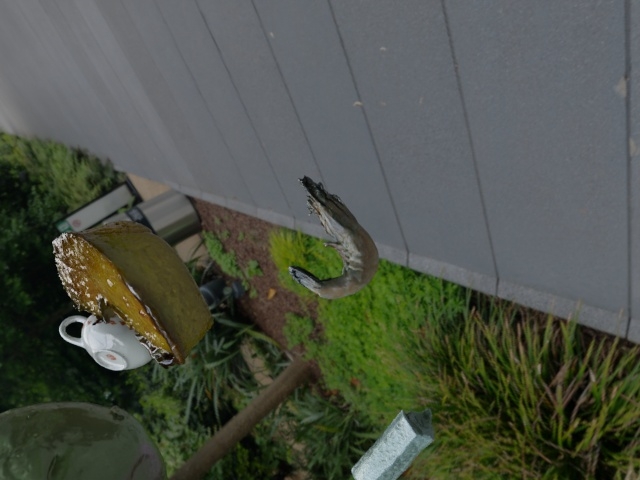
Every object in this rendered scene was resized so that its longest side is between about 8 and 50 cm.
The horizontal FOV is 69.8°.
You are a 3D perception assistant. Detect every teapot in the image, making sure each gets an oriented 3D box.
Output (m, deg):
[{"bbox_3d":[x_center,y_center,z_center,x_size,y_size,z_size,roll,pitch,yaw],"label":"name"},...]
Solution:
[{"bbox_3d":[-0.446,0.212,0.994,0.246,0.116,0.159,17,145,-2],"label":"teapot"}]

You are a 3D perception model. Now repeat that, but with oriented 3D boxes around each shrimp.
[{"bbox_3d":[0.000,0.000,0.792,0.219,0.152,0.046,57,-178,-4],"label":"shrimp"}]

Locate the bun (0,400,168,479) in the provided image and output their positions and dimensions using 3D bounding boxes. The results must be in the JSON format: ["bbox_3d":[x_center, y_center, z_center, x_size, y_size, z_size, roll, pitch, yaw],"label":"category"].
[{"bbox_3d":[-0.302,0.328,0.481,0.293,0.293,0.187,55,166,-9],"label":"bun"}]

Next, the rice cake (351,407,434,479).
[{"bbox_3d":[0.135,0.402,0.862,0.063,0.206,0.069,24,-157,-28],"label":"rice cake"}]

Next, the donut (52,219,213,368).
[{"bbox_3d":[-0.251,0.044,0.588,0.259,0.101,0.152,20,131,36],"label":"donut"}]
